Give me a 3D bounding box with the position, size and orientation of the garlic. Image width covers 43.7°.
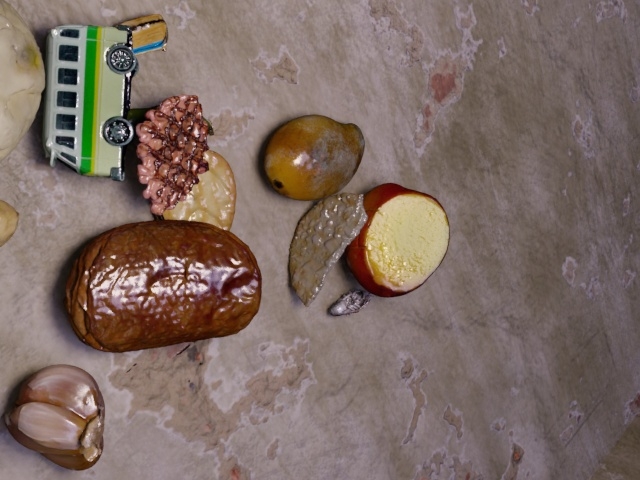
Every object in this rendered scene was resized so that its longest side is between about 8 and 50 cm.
[{"bbox_3d":[-0.481,0.330,1.506,0.214,0.191,0.160,97,14,-63],"label":"garlic"}]

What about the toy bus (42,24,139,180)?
[{"bbox_3d":[-0.419,-0.251,1.456,0.164,0.133,0.276,4,95,-11],"label":"toy bus"}]

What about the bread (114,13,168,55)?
[{"bbox_3d":[-0.350,-0.402,1.559,0.106,0.053,0.072,-25,136,-31],"label":"bread"}]

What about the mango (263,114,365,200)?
[{"bbox_3d":[-0.005,-0.194,1.823,0.316,0.146,0.193,-25,114,-49],"label":"mango"}]

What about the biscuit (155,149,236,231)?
[{"bbox_3d":[-0.267,-0.074,1.691,0.203,0.041,0.260,-17,108,-40],"label":"biscuit"}]

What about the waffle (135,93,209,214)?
[{"bbox_3d":[-0.284,-0.175,1.551,0.234,0.055,0.221,-54,148,-47],"label":"waffle"}]

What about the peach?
[{"bbox_3d":[0.175,0.014,1.937,0.275,0.248,0.245,-62,172,-21],"label":"peach"}]

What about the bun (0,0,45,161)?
[{"bbox_3d":[-0.608,-0.263,1.261,0.365,0.219,0.365,-9,104,-42],"label":"bun"}]

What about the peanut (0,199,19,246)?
[{"bbox_3d":[-0.641,-0.009,1.337,0.274,0.125,0.111,-23,93,-34],"label":"peanut"}]

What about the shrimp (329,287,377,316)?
[{"bbox_3d":[0.085,0.151,1.997,0.165,0.065,0.057,-26,90,-33],"label":"shrimp"}]

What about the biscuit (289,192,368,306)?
[{"bbox_3d":[0.001,0.000,1.857,0.290,0.141,0.038,-59,154,8],"label":"biscuit"}]

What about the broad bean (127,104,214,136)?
[{"bbox_3d":[-0.321,-0.241,1.610,0.254,0.046,0.065,-8,115,-39],"label":"broad bean"}]

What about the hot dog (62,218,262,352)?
[{"bbox_3d":[-0.311,0.099,1.582,0.387,0.174,0.267,-4,109,-26],"label":"hot dog"}]
